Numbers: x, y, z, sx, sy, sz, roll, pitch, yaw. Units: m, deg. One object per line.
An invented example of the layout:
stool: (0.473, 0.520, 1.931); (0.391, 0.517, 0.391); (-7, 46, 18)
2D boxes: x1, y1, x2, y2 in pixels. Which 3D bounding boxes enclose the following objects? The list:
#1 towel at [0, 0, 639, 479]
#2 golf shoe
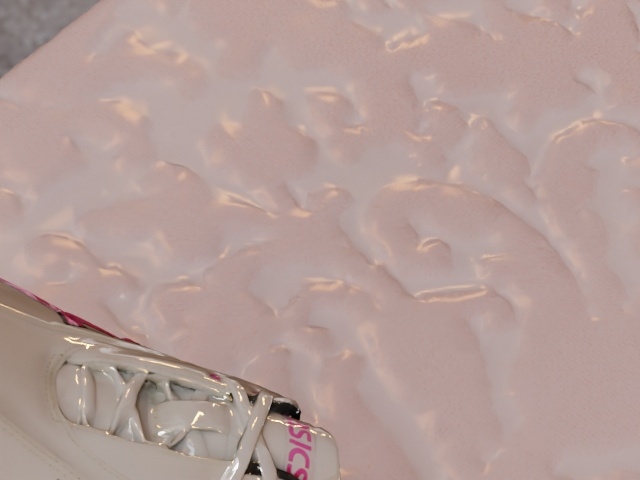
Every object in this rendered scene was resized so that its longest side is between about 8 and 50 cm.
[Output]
towel: (0.037, 0.017, 0.688); (0.317, 0.332, 0.053); (-44, 159, -32)
golf shoe: (-0.041, 0.045, 0.431); (0.186, 0.086, 0.067); (41, 33, -43)
